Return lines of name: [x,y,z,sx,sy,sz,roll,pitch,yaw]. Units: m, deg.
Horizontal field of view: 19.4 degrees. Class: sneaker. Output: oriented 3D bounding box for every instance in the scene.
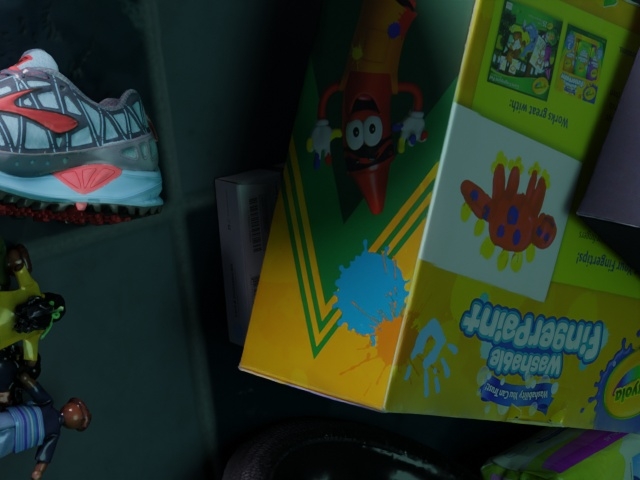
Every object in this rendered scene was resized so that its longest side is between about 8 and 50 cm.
sneaker: [-0.236,-0.081,1.387,0.261,0.104,0.125,8,77,-43]

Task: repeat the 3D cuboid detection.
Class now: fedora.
fedora: [0.044,0.303,1.599,0.334,0.334,0.152,6,129,-39]

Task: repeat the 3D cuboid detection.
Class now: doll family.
doll family: [-0.236,0.087,1.422,0.111,0.076,0.193,-14,112,-40]

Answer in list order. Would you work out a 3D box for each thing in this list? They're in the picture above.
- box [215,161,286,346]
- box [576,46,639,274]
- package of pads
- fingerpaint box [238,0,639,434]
box: [0.000,0.000,1.607,0.186,0.038,0.145,-15,109,-34]
box: [0.391,-0.083,1.590,0.296,0.182,0.294,37,71,-51]
package of pads: [0.254,0.318,1.802,0.229,0.101,0.297,-21,114,-45]
fingerpaint box: [0.160,-0.035,1.599,0.444,0.163,0.371,10,92,-52]
